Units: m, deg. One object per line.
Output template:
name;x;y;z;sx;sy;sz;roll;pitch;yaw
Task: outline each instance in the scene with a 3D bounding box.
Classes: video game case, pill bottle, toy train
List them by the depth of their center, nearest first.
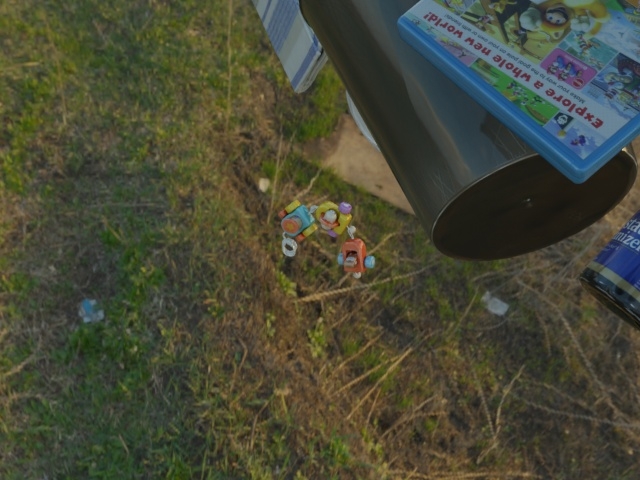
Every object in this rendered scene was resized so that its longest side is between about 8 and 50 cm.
video game case;0.136;-0.117;0.319;0.166;0.015;0.119;-39;64;-4
pill bottle;0.450;0.006;0.886;0.123;0.123;0.219;43;95;25
toy train;0.000;0.000;1.080;0.166;0.125;0.046;9;26;25

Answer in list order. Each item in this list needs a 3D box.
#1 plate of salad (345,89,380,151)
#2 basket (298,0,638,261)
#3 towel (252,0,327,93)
plate of salad;0.123;-0.247;1.353;0.048;0.200;0.200;-36;63;-21
basket;0.102;-0.113;0.470;0.204;0.154;0.227;-19;61;12
towel;-0.065;-0.401;1.147;0.034;0.209;0.285;-24;88;-17
